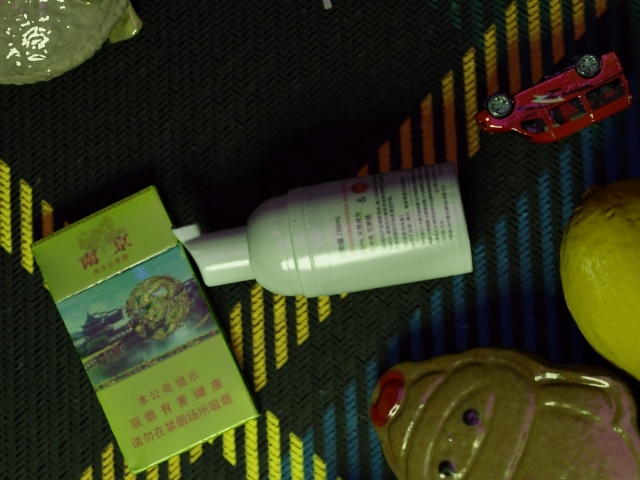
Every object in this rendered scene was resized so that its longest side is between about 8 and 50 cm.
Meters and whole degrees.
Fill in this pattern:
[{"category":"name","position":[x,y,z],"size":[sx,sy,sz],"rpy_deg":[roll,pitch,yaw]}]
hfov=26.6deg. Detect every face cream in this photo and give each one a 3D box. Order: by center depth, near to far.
[{"category":"face cream","position":[0.000,0.000,1.719],"size":[0.370,0.145,0.145],"rpy_deg":[-10,84,6]}]

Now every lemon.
[{"category":"lemon","position":[0.411,0.049,1.632],"size":[0.236,0.236,0.263],"rpy_deg":[-32,107,1]}]

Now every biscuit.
[{"category":"biscuit","position":[0.217,0.284,1.657],"size":[0.381,0.074,0.359],"rpy_deg":[31,98,22]}]

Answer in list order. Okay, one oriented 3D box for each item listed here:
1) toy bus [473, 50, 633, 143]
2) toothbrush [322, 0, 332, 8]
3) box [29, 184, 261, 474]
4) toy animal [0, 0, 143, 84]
[{"category":"toy bus","position":[0.297,-0.175,1.741],"size":[0.195,0.081,0.089],"rpy_deg":[-24,92,1]},{"category":"toothbrush","position":[-0.015,-0.404,1.823],"size":[0.017,0.014,0.194],"rpy_deg":[-15,83,3]},{"category":"box","position":[-0.229,0.116,1.775],"size":[0.187,0.047,0.335],"rpy_deg":[-26,82,3]},{"category":"toy animal","position":[-0.378,-0.322,1.762],"size":[0.358,0.188,0.226],"rpy_deg":[-43,78,0]}]
